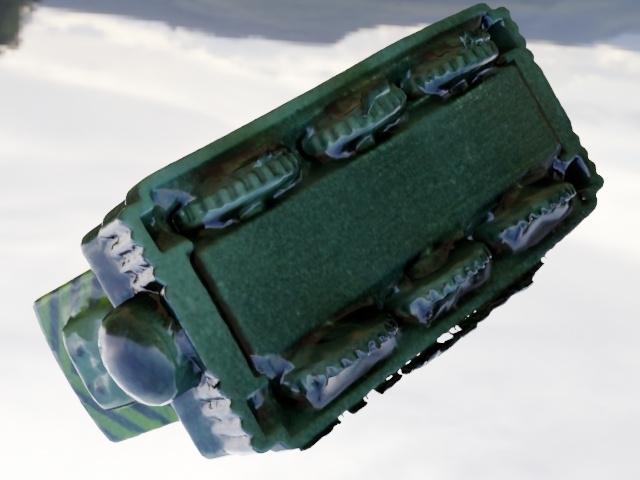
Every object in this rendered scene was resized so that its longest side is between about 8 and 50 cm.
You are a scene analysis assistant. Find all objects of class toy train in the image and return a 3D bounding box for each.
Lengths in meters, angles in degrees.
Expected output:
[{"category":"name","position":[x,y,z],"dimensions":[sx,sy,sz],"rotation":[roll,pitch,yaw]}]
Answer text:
[{"category":"toy train","position":[0.000,0.000,0.696],"dimensions":[0.178,0.138,0.330],"rotation":[-25,-174,47]}]
